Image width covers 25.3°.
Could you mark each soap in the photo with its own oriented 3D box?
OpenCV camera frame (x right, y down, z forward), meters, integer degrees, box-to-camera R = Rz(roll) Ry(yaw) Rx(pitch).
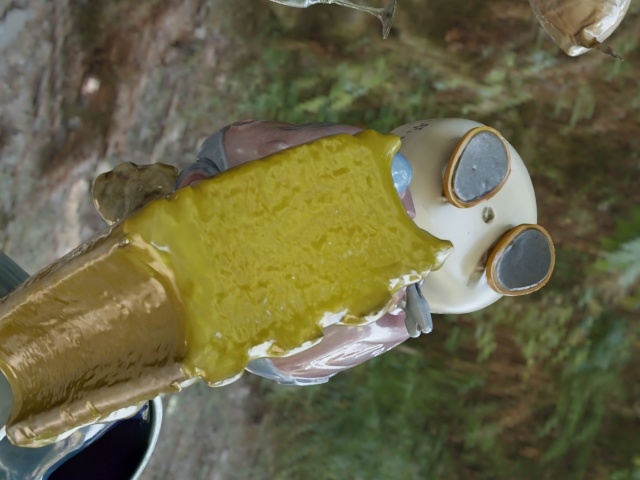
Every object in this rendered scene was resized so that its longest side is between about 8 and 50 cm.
[{"bbox_3d":[-0.098,0.047,1.192,0.293,0.156,0.335,-26,179,-36],"label":"soap"}]

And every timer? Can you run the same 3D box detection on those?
[{"bbox_3d":[0.135,-0.030,1.680,0.233,0.240,0.234,0,90,-37],"label":"timer"}]

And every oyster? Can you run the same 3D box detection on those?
[{"bbox_3d":[-0.127,0.033,1.721,0.166,0.341,0.110,-33,-171,16],"label":"oyster"}]

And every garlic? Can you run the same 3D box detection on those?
[{"bbox_3d":[0.243,-0.238,1.283,0.128,0.090,0.198,-19,-126,63],"label":"garlic"}]

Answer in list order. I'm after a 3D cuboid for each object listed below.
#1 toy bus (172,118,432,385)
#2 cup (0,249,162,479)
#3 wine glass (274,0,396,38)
[{"bbox_3d":[0.000,0.000,1.503,0.197,0.231,0.294,6,72,-53],"label":"toy bus"},{"bbox_3d":[-0.385,0.175,1.479,0.331,0.311,0.257,-46,149,-10],"label":"cup"},{"bbox_3d":[-0.015,-0.376,2.156,0.074,0.262,0.074,-163,-90,-87],"label":"wine glass"}]
